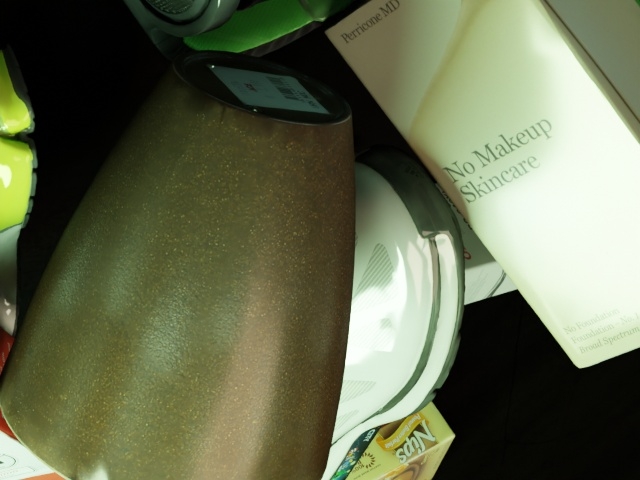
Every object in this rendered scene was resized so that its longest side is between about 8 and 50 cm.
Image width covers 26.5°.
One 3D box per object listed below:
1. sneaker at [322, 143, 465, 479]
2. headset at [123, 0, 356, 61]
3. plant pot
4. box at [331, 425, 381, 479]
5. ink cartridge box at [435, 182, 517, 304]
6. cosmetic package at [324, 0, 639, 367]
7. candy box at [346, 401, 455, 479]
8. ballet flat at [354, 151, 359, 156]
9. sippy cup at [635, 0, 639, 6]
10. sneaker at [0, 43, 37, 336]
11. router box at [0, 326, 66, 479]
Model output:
[{"bbox_3d":[-0.069,0.122,1.041,0.257,0.169,0.447,-19,151,-37],"label":"sneaker"},{"bbox_3d":[-0.005,-0.199,0.758,0.243,0.185,0.394,-35,164,-3],"label":"headset"},{"bbox_3d":[-0.065,0.011,0.823,0.215,0.215,0.230,-6,122,-45],"label":"plant pot"},{"bbox_3d":[-0.030,0.183,1.370,0.044,0.159,0.233,-11,144,-37],"label":"box"},{"bbox_3d":[0.151,-0.003,1.335,0.150,0.109,0.063,-13,146,-38],"label":"ink cartridge box"},{"bbox_3d":[0.167,-0.079,0.945,0.160,0.309,0.113,-31,-167,43],"label":"cosmetic package"},{"bbox_3d":[0.045,0.321,1.742,0.183,0.087,0.316,-24,155,-23],"label":"candy box"},{"bbox_3d":[0.000,0.000,1.218,0.067,0.073,0.206,-28,160,-47],"label":"ballet flat"},{"bbox_3d":[0.298,-0.166,1.093,0.224,0.240,0.305,-28,151,-10],"label":"sippy cup"},{"bbox_3d":[-0.259,-0.011,0.884,0.121,0.111,0.300,-2,141,-19],"label":"sneaker"},{"bbox_3d":[-0.364,0.125,0.862,0.335,0.082,0.301,-17,154,7],"label":"router box"}]
